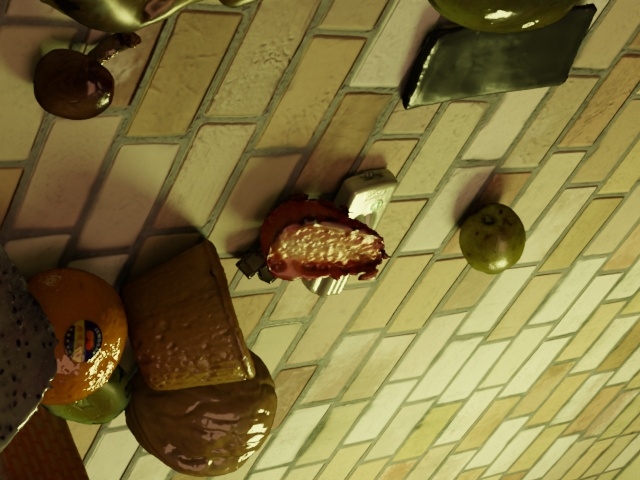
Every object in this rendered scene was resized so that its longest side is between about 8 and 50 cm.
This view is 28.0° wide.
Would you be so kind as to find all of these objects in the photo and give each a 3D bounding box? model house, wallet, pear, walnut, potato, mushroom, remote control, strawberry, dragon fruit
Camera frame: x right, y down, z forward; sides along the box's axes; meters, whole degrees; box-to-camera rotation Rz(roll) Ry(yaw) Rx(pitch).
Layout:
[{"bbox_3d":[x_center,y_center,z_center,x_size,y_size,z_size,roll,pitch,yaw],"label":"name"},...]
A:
[{"bbox_3d":[-0.075,0.030,1.827,0.083,0.057,0.058,-42,-179,-23],"label":"model house"},{"bbox_3d":[0.242,-0.248,1.739,0.285,0.030,0.146,-13,147,-28],"label":"wallet"},{"bbox_3d":[0.274,-0.003,2.052,0.107,0.107,0.131,-30,138,-5],"label":"pear"},{"bbox_3d":[-0.178,0.235,1.871,0.228,0.228,0.228,-24,148,-16],"label":"walnut"},{"bbox_3d":[0.230,-0.330,1.499,0.228,0.148,0.197,11,114,-46],"label":"potato"},{"bbox_3d":[-0.243,-0.176,1.348,0.129,0.073,0.088,-37,119,3],"label":"mushroom"},{"bbox_3d":[-0.446,0.381,1.826,0.237,0.202,0.237,-20,147,-20],"label":"model house"},{"bbox_3d":[0.041,-0.007,1.876,0.090,0.049,0.230,-13,143,-34],"label":"remote control"},{"bbox_3d":[0.000,0.000,1.788,0.188,0.082,0.121,13,123,-29],"label":"strawberry"},{"bbox_3d":[-0.450,0.115,1.449,0.221,0.204,0.283,-38,114,-37],"label":"dragon fruit"}]

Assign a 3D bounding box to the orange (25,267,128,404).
[{"bbox_3d":[-0.324,0.119,1.601,0.177,0.155,0.177,17,90,-71],"label":"orange"}]

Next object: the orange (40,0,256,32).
[{"bbox_3d":[-0.111,-0.330,1.113,0.369,0.210,0.271,-16,148,-29],"label":"orange"}]

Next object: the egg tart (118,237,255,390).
[{"bbox_3d":[-0.182,0.108,1.711,0.147,0.202,0.202,-17,148,-6],"label":"egg tart"}]

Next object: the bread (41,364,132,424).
[{"bbox_3d":[-0.329,0.197,1.782,0.139,0.071,0.130,26,125,-26],"label":"bread"}]
